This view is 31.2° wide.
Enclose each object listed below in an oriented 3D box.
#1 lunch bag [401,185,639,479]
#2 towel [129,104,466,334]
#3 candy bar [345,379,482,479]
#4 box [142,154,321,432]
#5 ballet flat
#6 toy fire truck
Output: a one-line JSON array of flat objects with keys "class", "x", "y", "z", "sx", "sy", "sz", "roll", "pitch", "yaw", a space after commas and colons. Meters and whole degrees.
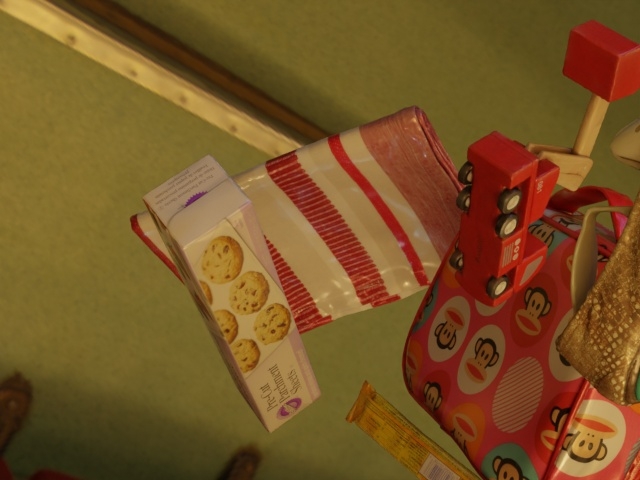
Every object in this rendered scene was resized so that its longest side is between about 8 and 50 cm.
[{"class": "lunch bag", "x": 0.198, "y": 0.072, "z": 0.998, "sx": 0.120, "sy": 0.293, "sz": 0.258, "roll": 18, "pitch": 103, "yaw": -23}, {"class": "towel", "x": 0.000, "y": 0.000, "z": 1.196, "sx": 0.329, "sy": 0.037, "sz": 0.237, "roll": -20, "pitch": 133, "yaw": 20}, {"class": "candy bar", "x": 0.079, "y": 0.175, "z": 0.958, "sx": 0.018, "sy": 0.161, "sz": 0.040, "roll": 20, "pitch": 102, "yaw": -50}, {"class": "box", "x": -0.064, "y": 0.057, "z": 0.957, "sx": 0.067, "sy": 0.063, "sz": 0.324, "roll": -33, "pitch": 147, "yaw": -12}, {"class": "ballet flat", "x": 0.168, "y": -0.019, "z": 0.575, "sx": 0.073, "sy": 0.067, "sz": 0.206, "roll": 8, "pitch": 105, "yaw": -53}, {"class": "toy fire truck", "x": 0.163, "y": -0.051, "z": 0.840, "sx": 0.135, "sy": 0.047, "sz": 0.192, "roll": -30, "pitch": 141, "yaw": -27}]
